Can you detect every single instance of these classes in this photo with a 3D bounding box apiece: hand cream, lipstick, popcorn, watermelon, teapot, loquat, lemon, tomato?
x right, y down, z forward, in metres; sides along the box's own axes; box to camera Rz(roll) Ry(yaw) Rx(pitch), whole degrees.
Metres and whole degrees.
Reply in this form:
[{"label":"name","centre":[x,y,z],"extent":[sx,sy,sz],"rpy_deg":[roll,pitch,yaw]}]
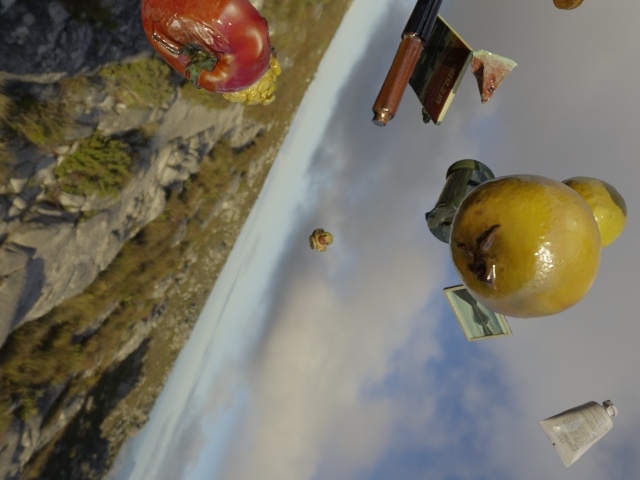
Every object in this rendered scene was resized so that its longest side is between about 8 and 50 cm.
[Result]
[{"label":"hand cream","centre":[0.473,0.335,0.917],"extent":[0.142,0.084,0.053],"rpy_deg":[-26,161,-11]},{"label":"lipstick","centre":[0.240,-0.513,1.416],"extent":[0.077,0.077,0.419],"rpy_deg":[165,-51,-80]},{"label":"popcorn","centre":[-0.203,-0.457,1.415],"extent":[0.140,0.194,0.164],"rpy_deg":[46,-21,41]},{"label":"watermelon","centre":[0.497,-0.458,1.455],"extent":[0.098,0.121,0.159],"rpy_deg":[91,-8,-74]},{"label":"teapot","centre":[0.568,-0.132,1.963],"extent":[0.201,0.270,0.337],"rpy_deg":[91,25,-47]},{"label":"loquat","centre":[0.464,0.007,1.138],"extent":[0.328,0.359,0.329],"rpy_deg":[33,-50,49]},{"label":"lemon","centre":[0.784,-0.077,1.518],"extent":[0.236,0.263,0.236],"rpy_deg":[-35,-145,29]},{"label":"tomato","centre":[-0.193,-0.321,0.819],"extent":[0.101,0.227,0.228],"rpy_deg":[-65,-174,-26]}]

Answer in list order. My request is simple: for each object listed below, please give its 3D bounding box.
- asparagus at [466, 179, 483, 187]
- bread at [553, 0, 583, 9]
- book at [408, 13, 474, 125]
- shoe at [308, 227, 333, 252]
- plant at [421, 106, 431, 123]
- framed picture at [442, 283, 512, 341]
[{"label":"asparagus","centre":[0.509,-0.122,1.363],"extent":[0.023,0.232,0.022],"rpy_deg":[19,92,-77]},{"label":"bread","centre":[0.668,-0.661,1.355],"extent":[0.053,0.085,0.085],"rpy_deg":[-18,157,-33]},{"label":"book","centre":[0.407,-0.607,1.772],"extent":[0.374,0.028,0.263],"rpy_deg":[-102,-153,-48]},{"label":"shoe","centre":[-0.001,-0.002,1.570],"extent":[0.109,0.069,0.072],"rpy_deg":[108,-33,-64]},{"label":"plant","centre":[0.419,-0.543,1.961],"extent":[0.085,0.087,0.175],"rpy_deg":[-177,-99,-65]},{"label":"framed picture","centre":[0.487,0.221,1.576],"extent":[0.150,0.203,0.015],"rpy_deg":[-17,-163,38]}]
